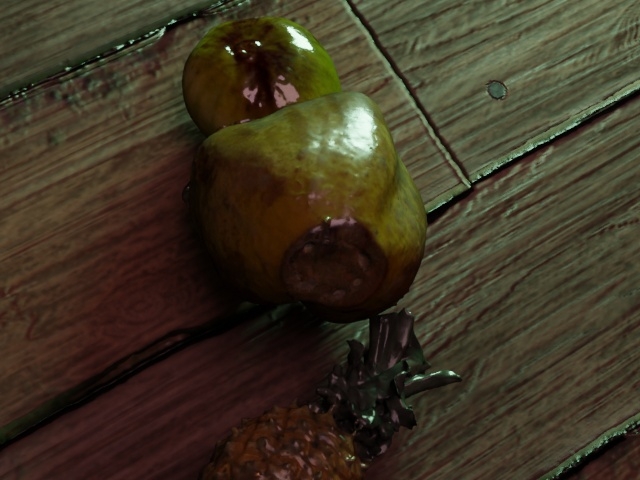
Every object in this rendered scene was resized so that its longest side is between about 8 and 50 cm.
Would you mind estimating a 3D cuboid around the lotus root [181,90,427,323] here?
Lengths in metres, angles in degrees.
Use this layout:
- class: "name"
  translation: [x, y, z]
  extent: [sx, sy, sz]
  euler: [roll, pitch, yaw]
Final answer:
- class: "lotus root"
  translation: [-0.001, 0.000, 1.397]
  extent: [0.188, 0.180, 0.199]
  euler: [-23, 117, 1]

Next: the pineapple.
- class: "pineapple"
  translation: [0.010, 0.156, 1.397]
  extent: [0.128, 0.128, 0.248]
  euler: [45, 56, 3]

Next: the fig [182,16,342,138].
- class: "fig"
  translation: [-0.046, -0.128, 1.498]
  extent: [0.136, 0.121, 0.153]
  euler: [-38, 84, -24]
